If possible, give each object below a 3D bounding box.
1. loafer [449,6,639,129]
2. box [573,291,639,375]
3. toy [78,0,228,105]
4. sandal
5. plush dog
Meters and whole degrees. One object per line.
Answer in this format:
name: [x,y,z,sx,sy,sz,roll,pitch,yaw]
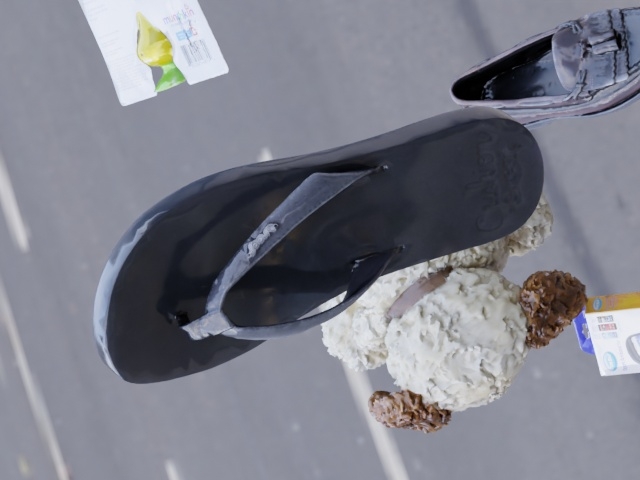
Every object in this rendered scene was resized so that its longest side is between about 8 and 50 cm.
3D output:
loafer: [0.274,-0.193,2.102,0.302,0.095,0.109,-20,66,47]
box: [0.304,0.085,1.715,0.028,0.136,0.081,-78,-26,-50]
toy: [-0.129,-0.215,1.221,0.137,0.056,0.237,-10,103,54]
sandal: [0.000,-0.001,0.950,0.054,0.254,0.097,50,163,59]
plush dog: [0.109,0.052,1.700,0.225,0.262,0.210,57,-169,32]
